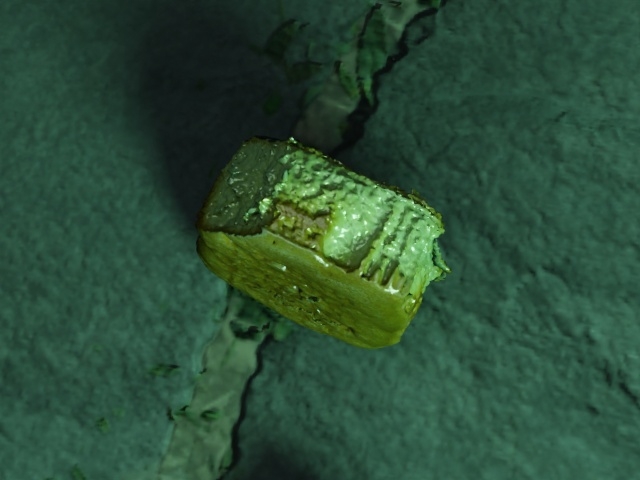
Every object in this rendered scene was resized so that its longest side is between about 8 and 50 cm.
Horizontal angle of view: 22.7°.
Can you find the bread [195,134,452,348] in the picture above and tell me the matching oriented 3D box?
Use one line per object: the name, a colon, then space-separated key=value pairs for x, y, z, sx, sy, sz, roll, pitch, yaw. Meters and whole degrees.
bread: x=0.000 y=0.000 z=0.884 sx=0.140 sy=0.128 sz=0.069 roll=27 pitch=71 yaw=11
